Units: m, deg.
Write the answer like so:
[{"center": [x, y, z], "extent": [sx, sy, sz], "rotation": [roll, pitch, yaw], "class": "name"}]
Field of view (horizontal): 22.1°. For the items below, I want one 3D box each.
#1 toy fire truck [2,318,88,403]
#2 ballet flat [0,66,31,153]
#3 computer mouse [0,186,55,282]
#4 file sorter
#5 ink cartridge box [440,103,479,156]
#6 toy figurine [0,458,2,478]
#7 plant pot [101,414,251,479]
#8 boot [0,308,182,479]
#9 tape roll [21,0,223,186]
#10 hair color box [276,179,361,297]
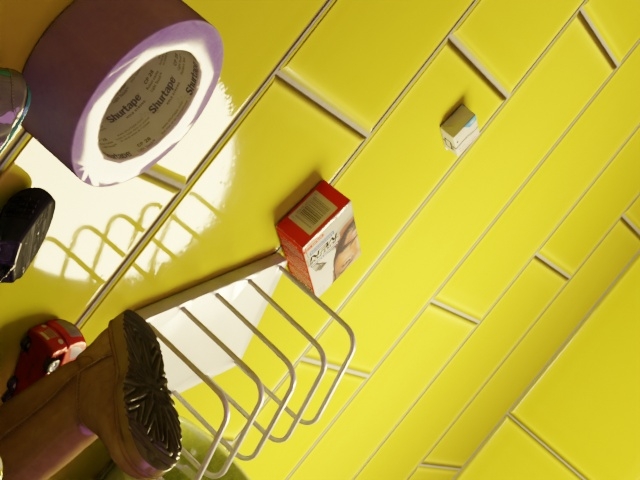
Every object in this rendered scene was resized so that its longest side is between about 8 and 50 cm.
[{"center": [-0.293, 0.159, 1.861], "extent": [0.135, 0.047, 0.192], "rotation": [-25, 147, -48], "class": "toy fire truck"}, {"center": [-0.322, -0.064, 1.434], "extent": [0.068, 0.072, 0.213], "rotation": [11, 121, -35], "class": "ballet flat"}, {"center": [-0.310, 0.031, 1.521], "extent": [0.242, 0.041, 0.071], "rotation": [-65, 175, -49], "class": "computer mouse"}, {"center": [-0.114, 0.172, 2.064], "extent": [0.277, 0.173, 0.193], "rotation": [-23, 147, -50], "class": "file sorter"}, {"center": [0.199, -0.153, 2.328], "extent": [0.048, 0.028, 0.083], "rotation": [-46, 159, -8], "class": "ink cartridge box"}, {"center": [-0.344, 0.289, 1.509], "extent": [0.191, 0.217, 0.363], "rotation": [-34, 112, -17], "class": "toy figurine"}, {"center": [-0.229, 0.407, 2.158], "extent": [0.254, 0.276, 0.276], "rotation": [-42, 161, 13], "class": "plant pot"}, {"center": [-0.272, 0.221, 1.687], "extent": [0.269, 0.236, 0.089], "rotation": [-37, 120, 15], "class": "boot"}, {"center": [-0.184, -0.148, 1.521], "extent": [0.189, 0.080, 0.189], "rotation": [-40, 157, -21], "class": "tape roll"}, {"center": [0.000, 0.000, 2.162], "extent": [0.093, 0.053, 0.167], "rotation": [-45, 159, -13], "class": "hair color box"}]
